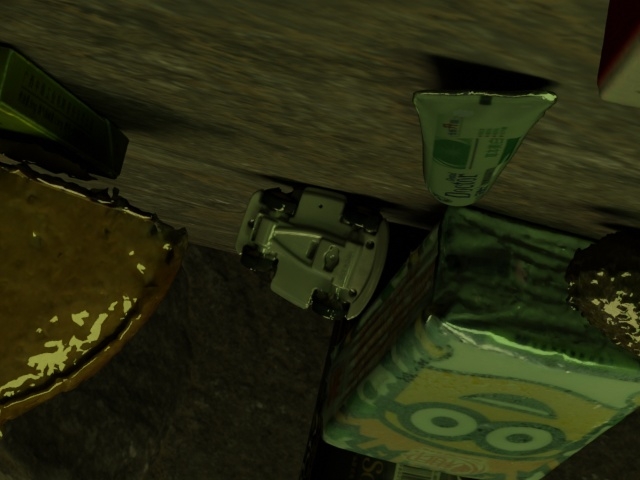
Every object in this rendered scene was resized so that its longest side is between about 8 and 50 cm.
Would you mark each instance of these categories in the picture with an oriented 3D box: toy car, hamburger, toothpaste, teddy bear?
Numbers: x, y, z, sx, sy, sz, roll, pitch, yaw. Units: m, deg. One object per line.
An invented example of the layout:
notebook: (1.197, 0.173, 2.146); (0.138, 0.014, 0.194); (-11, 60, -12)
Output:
toy car: (0.000, 0.000, 1.260); (0.139, 0.112, 0.112); (22, -167, 9)
hamburger: (-0.352, 0.039, 1.014); (0.445, 0.287, 0.268); (18, 177, -16)
toothpaste: (0.076, -0.050, 0.696); (0.064, 0.041, 0.218); (2, 173, 2)
teddy bear: (0.298, 0.072, 0.968); (0.251, 0.129, 0.182); (10, -170, 12)

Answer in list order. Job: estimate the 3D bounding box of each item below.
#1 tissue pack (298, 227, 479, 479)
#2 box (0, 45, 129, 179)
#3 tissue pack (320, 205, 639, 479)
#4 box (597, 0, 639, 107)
tissue pack: (0.103, 0.184, 1.463); (0.210, 0.370, 0.198); (14, 177, -9)
box: (-0.262, -0.104, 0.997); (0.173, 0.043, 0.311); (13, 175, 7)
tissue pack: (0.152, 0.108, 1.211); (0.228, 0.128, 0.311); (15, 149, -12)
box: (0.133, -0.060, 0.268); (0.123, 0.050, 0.229); (11, 175, 4)
